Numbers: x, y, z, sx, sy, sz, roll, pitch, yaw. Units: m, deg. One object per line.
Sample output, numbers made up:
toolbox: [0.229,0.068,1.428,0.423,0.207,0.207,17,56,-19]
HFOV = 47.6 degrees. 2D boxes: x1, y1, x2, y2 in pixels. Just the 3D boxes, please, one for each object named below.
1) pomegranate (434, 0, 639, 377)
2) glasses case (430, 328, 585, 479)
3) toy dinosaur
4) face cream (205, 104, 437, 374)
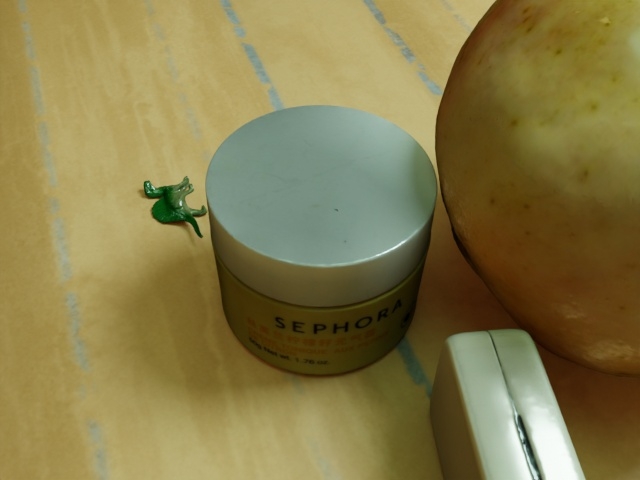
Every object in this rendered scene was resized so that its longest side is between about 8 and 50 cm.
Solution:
pomegranate: [0.307,-0.086,0.675,0.411,0.411,0.411,1,48,-1]
glasses case: [0.159,0.239,0.557,0.076,0.144,0.336,-5,50,-4]
toy dinosaur: [-0.172,-0.037,0.878,0.060,0.029,0.120,-30,60,-6]
face cream: [0.000,0.000,0.738,0.218,0.179,0.218,1,48,-1]
